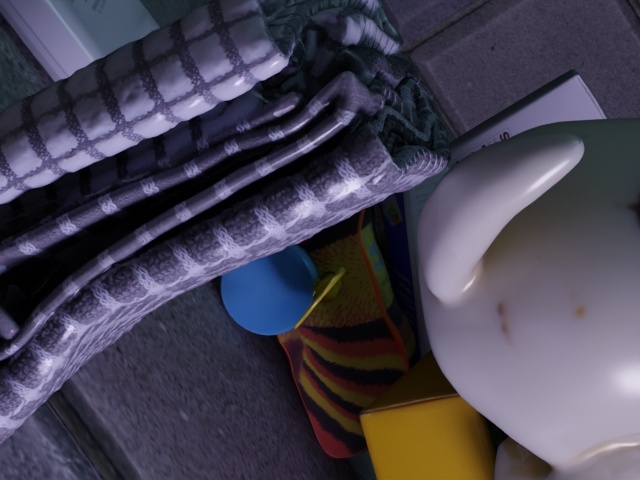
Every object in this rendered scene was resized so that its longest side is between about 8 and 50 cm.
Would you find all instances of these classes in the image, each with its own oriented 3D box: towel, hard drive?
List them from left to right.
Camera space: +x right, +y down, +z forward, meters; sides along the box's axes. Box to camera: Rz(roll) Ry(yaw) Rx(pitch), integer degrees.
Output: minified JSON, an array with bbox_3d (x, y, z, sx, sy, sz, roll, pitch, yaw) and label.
[{"bbox_3d":[-0.220,-0.231,0.961,0.307,0.040,0.203,53,14,-20],"label":"hard drive"},{"bbox_3d":[-0.064,-0.025,0.654,0.121,0.235,0.284,64,13,-4],"label":"towel"}]

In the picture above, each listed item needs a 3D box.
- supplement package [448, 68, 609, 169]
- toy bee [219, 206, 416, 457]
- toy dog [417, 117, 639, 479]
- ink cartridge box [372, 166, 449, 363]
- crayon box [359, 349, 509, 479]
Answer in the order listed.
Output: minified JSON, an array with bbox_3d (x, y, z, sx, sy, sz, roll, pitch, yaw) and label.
[{"bbox_3d":[0.191,-0.033,1.474,0.175,0.293,0.177,58,12,-2],"label":"supplement package"},{"bbox_3d":[0.000,0.000,0.990,0.298,0.162,0.195,53,16,-23],"label":"toy bee"},{"bbox_3d":[0.285,0.007,0.794,0.395,0.408,0.284,56,29,-41],"label":"toy dog"},{"bbox_3d":[0.063,0.016,1.132,0.206,0.045,0.208,-130,-147,-67],"label":"ink cartridge box"},{"bbox_3d":[0.120,0.187,0.944,0.203,0.083,0.323,-24,100,-68],"label":"crayon box"}]
